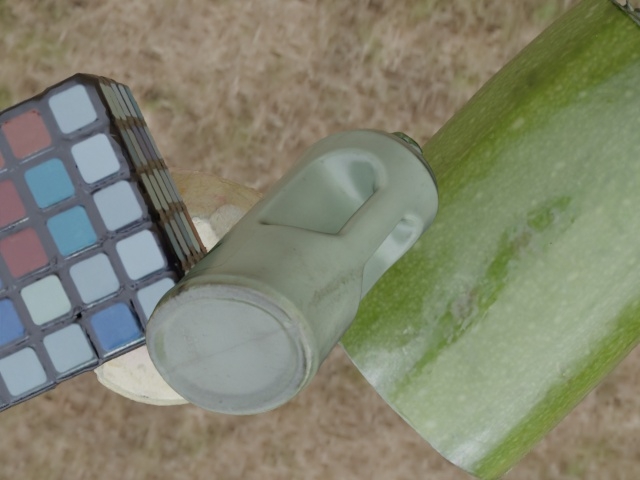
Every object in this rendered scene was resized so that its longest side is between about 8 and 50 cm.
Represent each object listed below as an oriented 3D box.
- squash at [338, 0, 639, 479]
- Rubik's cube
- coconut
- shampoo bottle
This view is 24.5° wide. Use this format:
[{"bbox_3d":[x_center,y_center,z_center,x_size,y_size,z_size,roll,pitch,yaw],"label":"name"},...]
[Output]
[{"bbox_3d":[0.202,-0.015,1.287,0.263,0.263,0.384,39,102,-24],"label":"squash"},{"bbox_3d":[-0.191,0.001,1.044,0.182,0.184,0.187,-24,92,3],"label":"Rubik's cube"},{"bbox_3d":[-0.170,0.052,1.870,0.297,0.254,0.297,0,108,0],"label":"coconut"},{"bbox_3d":[0.000,0.000,0.879,0.118,0.234,0.087,-24,107,41],"label":"shampoo bottle"}]
